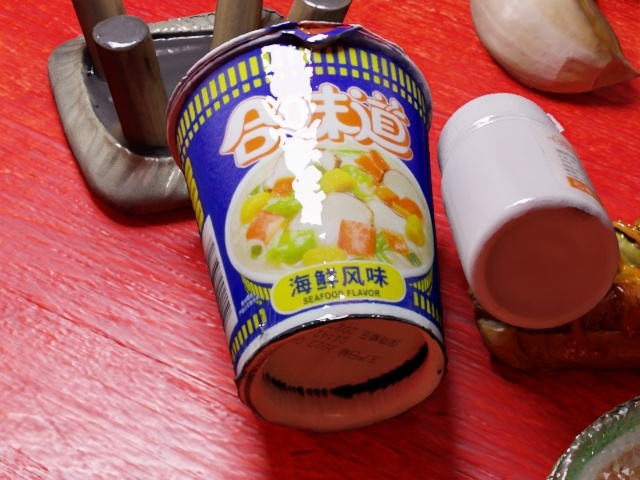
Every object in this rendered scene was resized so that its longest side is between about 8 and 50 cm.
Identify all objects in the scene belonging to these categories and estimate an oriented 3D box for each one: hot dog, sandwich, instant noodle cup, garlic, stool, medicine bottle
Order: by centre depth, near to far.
[{"bbox_3d":[0.255,0.243,1.319,0.235,0.079,0.159,-39,55,-24],"label":"sandwich"},{"bbox_3d":[0.187,-0.036,1.435,0.144,0.144,0.252,-2,30,-7],"label":"medicine bottle"},{"bbox_3d":[0.000,0.000,1.446,0.284,0.284,0.312,-3,53,-8],"label":"instant noodle cup"},{"bbox_3d":[0.322,0.049,1.513,0.348,0.117,0.158,0,44,-5],"label":"hot dog"},{"bbox_3d":[-0.136,-0.216,1.664,0.310,0.226,0.310,-14,48,-16],"label":"stool"},{"bbox_3d":[0.273,-0.306,1.880,0.196,0.151,0.338,23,33,-20],"label":"garlic"}]
